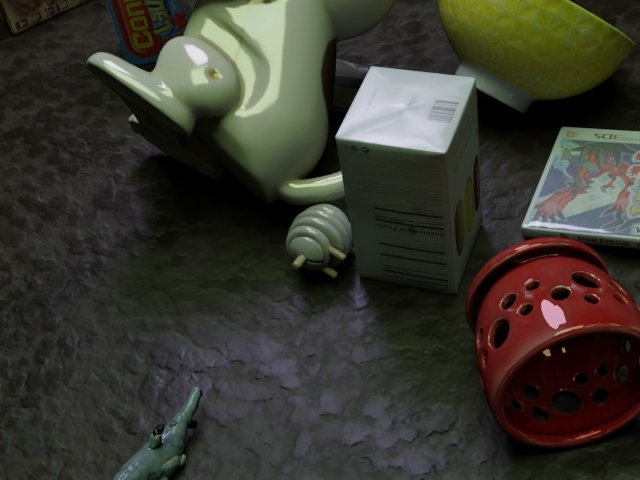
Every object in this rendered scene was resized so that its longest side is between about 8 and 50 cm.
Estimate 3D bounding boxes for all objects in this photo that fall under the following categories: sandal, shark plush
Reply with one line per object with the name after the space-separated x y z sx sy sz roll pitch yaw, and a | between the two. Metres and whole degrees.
-0.037 -0.262 1.714 0.302 0.086 0.120 8 49 17 | sandal
-0.173 0.234 1.280 0.073 0.067 0.161 29 57 32 | shark plush

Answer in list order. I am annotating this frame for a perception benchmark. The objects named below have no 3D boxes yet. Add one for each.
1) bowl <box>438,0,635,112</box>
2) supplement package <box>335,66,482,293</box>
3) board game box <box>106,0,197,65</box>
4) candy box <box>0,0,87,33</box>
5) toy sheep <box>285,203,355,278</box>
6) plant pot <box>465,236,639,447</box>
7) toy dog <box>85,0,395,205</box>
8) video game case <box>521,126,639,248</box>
0.274 -0.273 1.602 0.289 0.289 0.156 37 105 35 | bowl
0.115 -0.071 1.397 0.133 0.244 0.139 10 50 19 | supplement package
-0.185 -0.431 1.749 0.301 0.308 0.086 -10 49 1 | board game box
-0.423 -0.504 1.944 0.316 0.183 0.087 -30 50 -18 | candy box
0.000 0.000 1.462 0.091 0.091 0.132 12 32 20 | toy sheep
0.259 0.102 1.250 0.191 0.191 0.174 -11 43 -1 | plant pot
-0.053 -0.283 1.525 0.395 0.284 0.408 29 80 23 | toy dog
0.377 -0.072 1.488 0.183 0.023 0.201 6 49 27 | video game case
